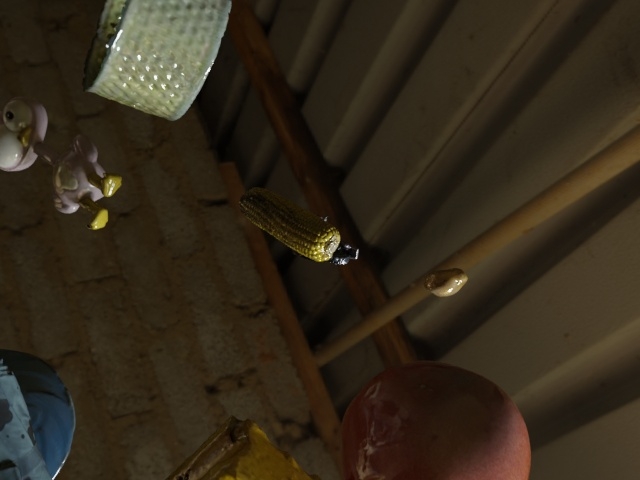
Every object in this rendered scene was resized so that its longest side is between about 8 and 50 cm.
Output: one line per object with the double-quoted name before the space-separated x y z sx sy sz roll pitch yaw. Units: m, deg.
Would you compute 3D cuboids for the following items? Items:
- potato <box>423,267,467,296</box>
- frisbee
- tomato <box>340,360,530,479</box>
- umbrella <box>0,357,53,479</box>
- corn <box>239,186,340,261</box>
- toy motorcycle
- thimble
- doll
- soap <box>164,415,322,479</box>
"potato" 0.250 0.082 1.430 0.062 0.083 0.068 59 2 -19
"frisbee" -0.588 0.337 1.278 0.049 0.290 0.289 96 -22 -78
"tomato" 0.192 0.371 1.263 0.341 0.342 0.272 39 -47 49
"umbrella" -0.274 0.225 0.659 0.053 0.052 0.250 -52 124 -76
"corn" -0.055 -0.030 1.177 0.203 0.072 0.072 31 -52 31
"toy motorcycle" 0.000 0.001 1.649 0.213 0.122 0.082 29 -53 37
"thimble" -0.259 -0.331 1.125 0.271 0.150 0.270 -40 -139 46
"doll" -0.523 -0.163 1.379 0.365 0.094 0.160 33 -68 17
"soap" -0.129 0.373 0.830 0.204 0.096 0.324 43 -69 -6
